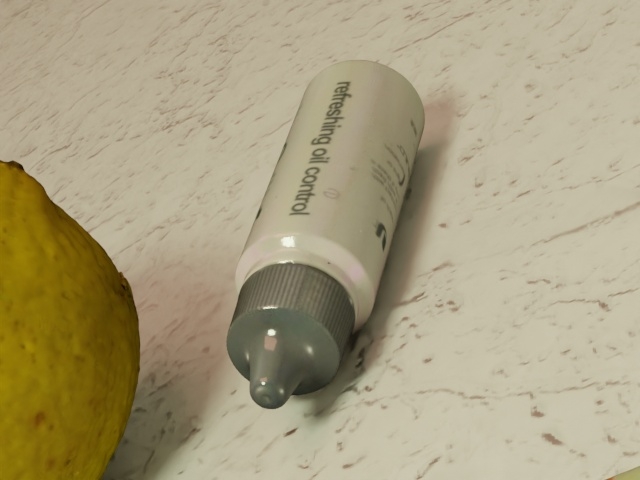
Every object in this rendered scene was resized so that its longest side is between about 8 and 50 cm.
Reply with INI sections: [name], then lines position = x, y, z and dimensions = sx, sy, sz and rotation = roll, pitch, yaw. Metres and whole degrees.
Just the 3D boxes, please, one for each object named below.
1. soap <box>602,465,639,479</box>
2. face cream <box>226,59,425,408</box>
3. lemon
[soap]
position = 0.147, 0.174, 0.637
dimensions = 0.182, 0.138, 0.199
rotation = -24, 27, 23
[face cream]
position = 0.000, 0.000, 1.194
dimensions = 0.092, 0.092, 0.311
rotation = -22, 29, 29
[lemon]
position = -0.250, 0.079, 1.167
dimensions = 0.293, 0.293, 0.293
rotation = -29, 26, 16
